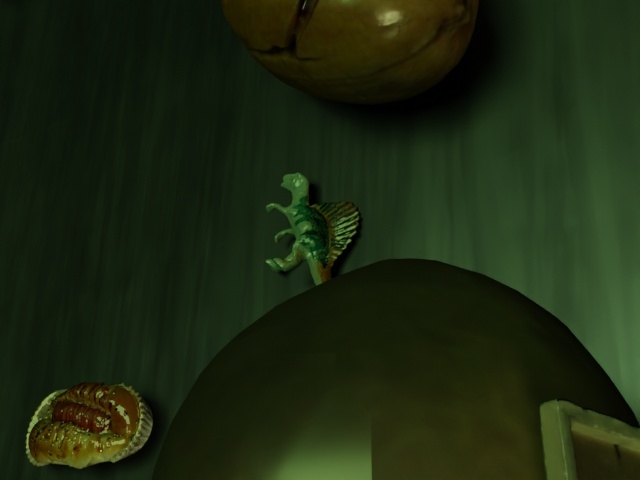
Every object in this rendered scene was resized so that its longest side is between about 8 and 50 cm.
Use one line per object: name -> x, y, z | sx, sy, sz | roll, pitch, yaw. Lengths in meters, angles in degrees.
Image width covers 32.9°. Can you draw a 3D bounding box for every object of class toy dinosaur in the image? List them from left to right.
toy dinosaur -> -0.001, -0.002, 1.127 | 0.106, 0.044, 0.187 | -46, 43, -11

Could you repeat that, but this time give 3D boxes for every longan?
longan -> 0.055, 0.205, 0.717 | 0.336, 0.404, 0.404 | -7, 59, 6

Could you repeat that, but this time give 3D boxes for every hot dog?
hot dog -> -0.262, 0.207, 1.213 | 0.192, 0.053, 0.099 | -9, 66, 38

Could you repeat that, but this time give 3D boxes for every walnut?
walnut -> 0.013, -0.243, 1.136 | 0.336, 0.209, 0.209 | 3, 69, 47

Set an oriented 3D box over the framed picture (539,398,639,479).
framed picture -> 0.244, 0.239, 0.590 | 0.022, 0.335, 0.247 | -31, 50, 41
